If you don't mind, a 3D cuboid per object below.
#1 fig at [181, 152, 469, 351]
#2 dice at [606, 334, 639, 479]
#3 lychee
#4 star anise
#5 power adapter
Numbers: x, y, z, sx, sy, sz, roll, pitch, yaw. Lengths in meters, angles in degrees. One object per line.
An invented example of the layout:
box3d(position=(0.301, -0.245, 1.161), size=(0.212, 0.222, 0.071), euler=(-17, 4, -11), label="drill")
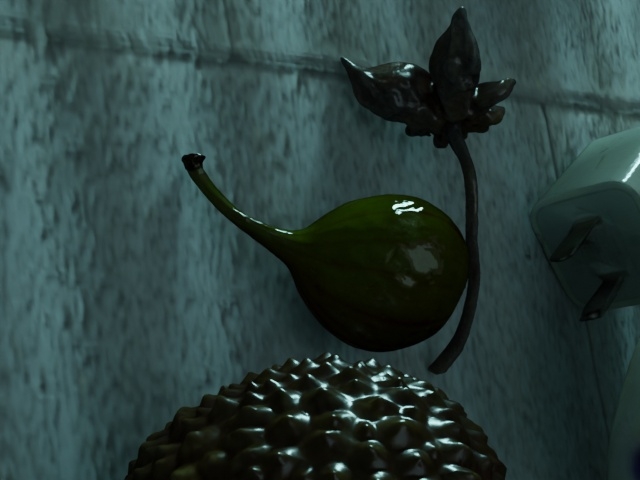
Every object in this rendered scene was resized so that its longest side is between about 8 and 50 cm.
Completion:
box3d(position=(0.000, 0.000, 0.924), size=(0.236, 0.124, 0.124), euler=(25, 59, -20), label="fig")
box3d(position=(0.429, 0.167, 1.079), size=(0.304, 0.276, 0.304), euler=(-47, 143, -37), label="dice")
box3d(position=(-0.012, 0.194, 0.746), size=(0.267, 0.267, 0.268), euler=(16, 66, -40), label="lychee")
box3d(position=(0.090, -0.041, 1.018), size=(0.148, 0.218, 0.227), euler=(1, 54, -2), label="star anise")
box3d(position=(0.277, -0.005, 1.171), size=(0.205, 0.125, 0.130), euler=(-44, 111, -43), label="power adapter")
